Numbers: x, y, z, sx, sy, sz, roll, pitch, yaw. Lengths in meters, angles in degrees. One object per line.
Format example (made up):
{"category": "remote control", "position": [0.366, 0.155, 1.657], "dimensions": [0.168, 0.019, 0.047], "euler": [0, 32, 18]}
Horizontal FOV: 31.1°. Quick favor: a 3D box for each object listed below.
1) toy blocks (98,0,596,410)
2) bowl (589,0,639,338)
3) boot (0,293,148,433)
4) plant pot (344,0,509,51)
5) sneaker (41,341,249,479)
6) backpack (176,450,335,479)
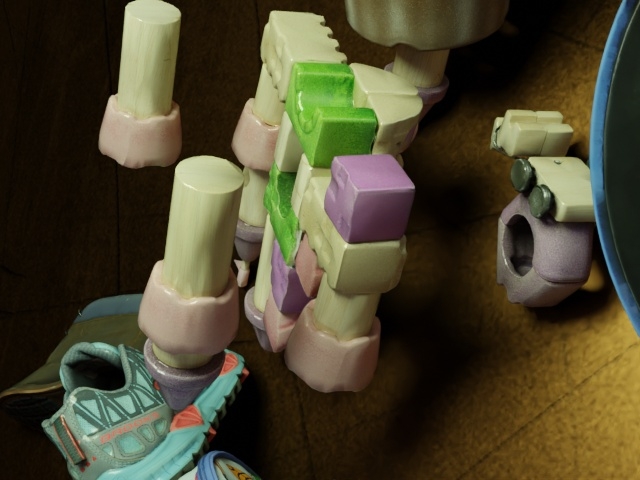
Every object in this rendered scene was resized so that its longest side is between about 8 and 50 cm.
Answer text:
{"category": "toy blocks", "position": [0.000, 0.000, 0.867], "dimensions": [0.288, 0.309, 0.260], "euler": [-114, 29, -50]}
{"category": "bowl", "position": [0.300, -0.037, 0.558], "dimensions": [0.391, 0.077, 0.391], "euler": [14, 108, 48]}
{"category": "boot", "position": [-0.222, 0.120, 1.097], "dimensions": [0.219, 0.082, 0.106], "euler": [-17, 40, 41]}
{"category": "plant pot", "position": [0.075, -0.238, 0.833], "dimensions": [0.167, 0.165, 0.167], "euler": [-3, 39, 2]}
{"category": "sneaker", "position": [-0.138, 0.114, 0.900], "dimensions": [0.104, 0.125, 0.262], "euler": [-44, 6, 11]}
{"category": "backpack", "position": [-0.032, 0.262, 0.714], "dimensions": [0.213, 0.276, 0.263], "euler": [-33, 60, -7]}
